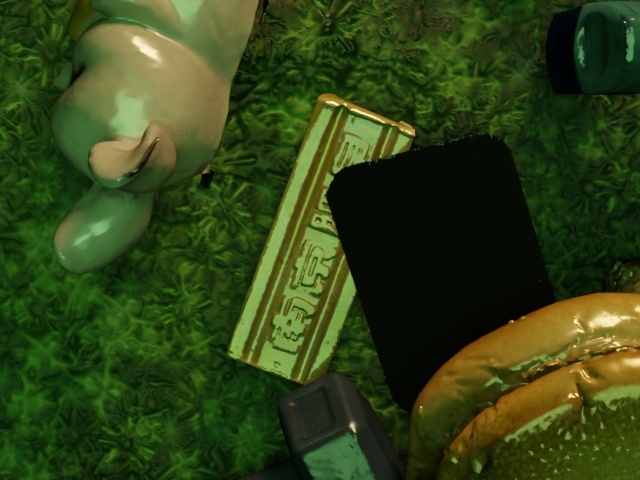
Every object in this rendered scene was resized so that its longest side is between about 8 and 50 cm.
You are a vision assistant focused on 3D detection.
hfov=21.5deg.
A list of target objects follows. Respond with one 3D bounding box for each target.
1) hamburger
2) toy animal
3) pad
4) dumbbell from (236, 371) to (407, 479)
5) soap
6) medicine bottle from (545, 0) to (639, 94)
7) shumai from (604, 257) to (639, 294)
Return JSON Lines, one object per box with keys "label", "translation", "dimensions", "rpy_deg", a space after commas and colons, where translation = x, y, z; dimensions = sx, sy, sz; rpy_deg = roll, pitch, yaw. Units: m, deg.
{"label": "hamburger", "translation": [0.219, 0.185, 1.399], "dimensions": [0.314, 0.170, 0.290], "rpy_deg": [-17, 128, 3]}
{"label": "toy animal", "translation": [-0.138, -0.138, 1.395], "dimensions": [0.154, 0.208, 0.325], "rpy_deg": [16, 53, -16]}
{"label": "pad", "translation": [0.189, 0.004, 1.476], "dimensions": [0.323, 0.055, 0.250], "rpy_deg": [-21, 111, -7]}
{"label": "dumbbell", "translation": [-0.082, 0.242, 1.459], "dimensions": [0.316, 0.143, 0.156], "rpy_deg": [-26, 94, 3]}
{"label": "soap", "translation": [0.000, 0.000, 1.495], "dimensions": [0.092, 0.037, 0.252], "rpy_deg": [20, 94, -2]}
{"label": "medicine bottle", "translation": [0.332, -0.165, 1.450], "dimensions": [0.258, 0.124, 0.079], "rpy_deg": [-1, 90, -11]}
{"label": "shumai", "translation": [0.281, 0.064, 1.476], "dimensions": [0.099, 0.087, 0.124], "rpy_deg": [16, 137, -28]}
